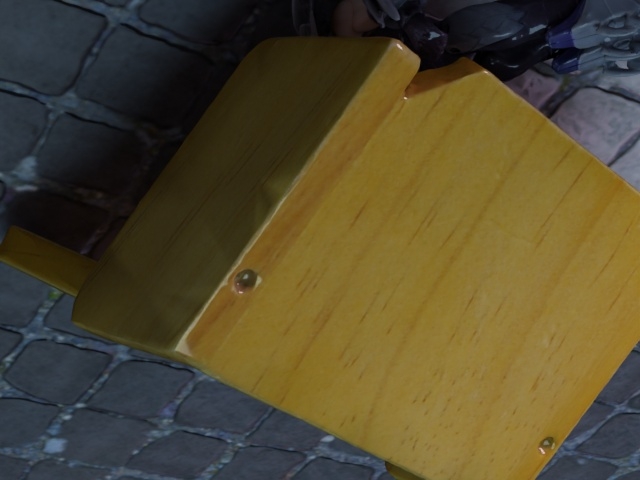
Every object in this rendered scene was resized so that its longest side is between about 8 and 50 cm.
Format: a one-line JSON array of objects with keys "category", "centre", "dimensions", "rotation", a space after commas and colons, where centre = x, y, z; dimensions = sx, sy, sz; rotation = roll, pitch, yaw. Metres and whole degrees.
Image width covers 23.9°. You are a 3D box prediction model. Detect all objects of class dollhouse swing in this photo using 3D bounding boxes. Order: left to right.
[{"category": "dollhouse swing", "centre": [0.000, 0.000, 1.080], "dimensions": [0.347, 0.305, 0.315], "rotation": [31, 97, -40]}]

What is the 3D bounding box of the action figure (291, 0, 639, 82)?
[{"category": "action figure", "centre": [0.096, -0.125, 0.995], "dimensions": [0.285, 0.099, 0.185], "rotation": [-13, 158, 9]}]
